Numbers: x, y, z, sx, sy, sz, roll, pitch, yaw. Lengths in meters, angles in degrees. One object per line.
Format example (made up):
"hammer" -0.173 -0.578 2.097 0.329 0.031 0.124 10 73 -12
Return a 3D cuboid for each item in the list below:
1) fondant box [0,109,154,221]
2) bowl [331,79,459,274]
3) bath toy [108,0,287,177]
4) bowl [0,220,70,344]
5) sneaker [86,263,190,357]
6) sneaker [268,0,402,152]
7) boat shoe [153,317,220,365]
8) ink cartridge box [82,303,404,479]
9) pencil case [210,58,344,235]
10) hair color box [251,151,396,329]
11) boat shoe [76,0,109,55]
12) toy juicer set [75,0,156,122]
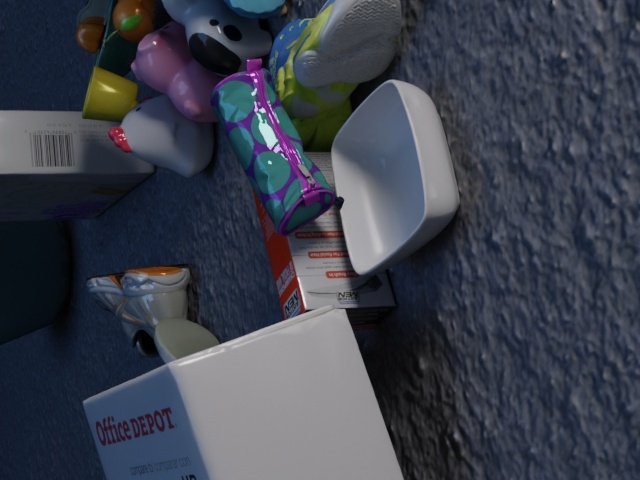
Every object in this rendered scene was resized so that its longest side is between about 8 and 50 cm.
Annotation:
"fondant box" -0.412 -0.105 1.758 0.330 0.238 0.096 -21 73 62
"bowl" 0.067 -0.052 1.000 0.142 0.053 0.142 135 128 -56
"bath toy" -0.159 -0.210 1.370 0.348 0.129 0.151 -58 41 48
"bowl" -0.556 0.045 2.136 0.311 0.163 0.311 7 97 64
"sneaker" -0.251 0.101 1.605 0.262 0.099 0.121 -10 86 64
"sneaker" -0.003 -0.182 1.097 0.240 0.091 0.126 122 140 -49
"boat shoe" -0.150 0.178 1.414 0.227 0.079 0.081 48 128 49
"ink cartridge box" -0.042 0.281 1.010 0.285 0.166 0.395 -28 80 61
"pencil case" -0.042 -0.082 1.048 0.151 0.064 0.070 61 145 20
"hair color box" 0.000 0.000 1.092 0.053 0.093 0.167 125 137 -51
"boat shoe" -0.319 -0.364 1.788 0.065 0.075 0.206 -56 -6 -40
"toy juicer set" -0.275 -0.305 1.577 0.329 0.089 0.209 -105 32 -61
